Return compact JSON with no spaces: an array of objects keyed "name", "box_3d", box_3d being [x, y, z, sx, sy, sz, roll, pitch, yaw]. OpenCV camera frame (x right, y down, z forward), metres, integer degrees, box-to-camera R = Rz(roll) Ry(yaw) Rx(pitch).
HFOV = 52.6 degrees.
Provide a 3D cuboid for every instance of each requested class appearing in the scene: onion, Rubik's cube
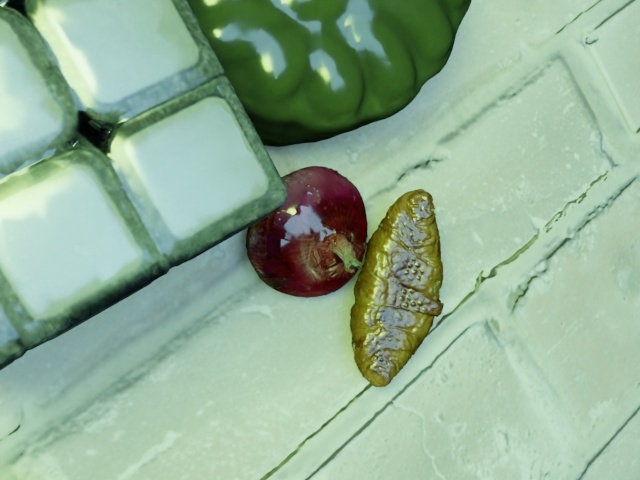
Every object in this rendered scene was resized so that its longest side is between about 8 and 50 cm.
[{"name":"onion","box_3d":[0.000,0.000,0.696,0.149,0.140,0.150,-6,107,-21]},{"name":"Rubik's cube","box_3d":[-0.253,-0.081,0.508,0.303,0.301,0.305,-32,99,-20]}]

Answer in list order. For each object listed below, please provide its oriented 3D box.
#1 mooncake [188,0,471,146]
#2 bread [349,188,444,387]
[{"name":"mooncake","box_3d":[-0.023,-0.279,0.672,0.356,0.194,0.357,2,86,-22]},{"name":"bread","box_3d":[0.092,0.054,0.766,0.104,0.076,0.233,13,89,-9]}]
